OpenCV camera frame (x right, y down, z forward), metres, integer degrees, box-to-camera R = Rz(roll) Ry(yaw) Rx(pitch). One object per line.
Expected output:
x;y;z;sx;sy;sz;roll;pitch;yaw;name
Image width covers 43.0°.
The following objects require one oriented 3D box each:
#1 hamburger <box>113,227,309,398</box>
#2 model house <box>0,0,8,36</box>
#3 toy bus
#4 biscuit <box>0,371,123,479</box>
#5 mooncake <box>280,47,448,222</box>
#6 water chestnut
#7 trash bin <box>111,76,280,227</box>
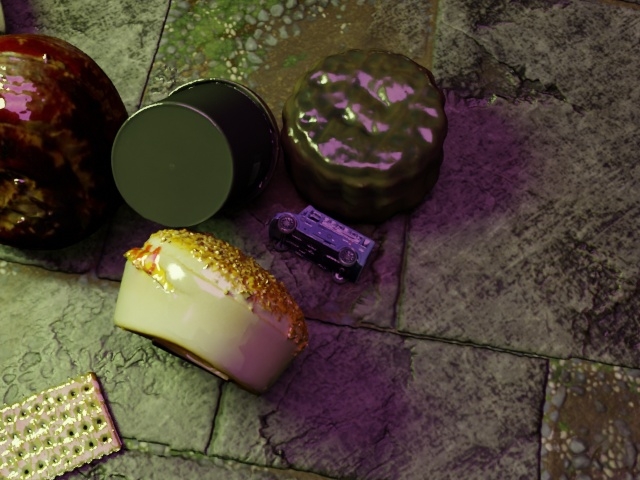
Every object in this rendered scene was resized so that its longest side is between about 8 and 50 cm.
-0.153;0.093;1.160;0.294;0.276;0.179;28;78;-3;hamburger
-0.661;-0.427;1.452;0.188;0.122;0.229;-20;73;-7;model house
0.000;0.000;1.322;0.167;0.073;0.076;29;59;5;toy bus
-0.422;0.291;1.193;0.231;0.016;0.139;-22;69;-13;biscuit
0.072;-0.179;1.359;0.290;0.161;0.290;0;65;-1;mooncake
-0.447;-0.156;1.257;0.350;0.350;0.302;6;36;-1;water chestnut
-0.179;-0.138;1.248;0.214;0.334;0.214;3;106;9;trash bin
